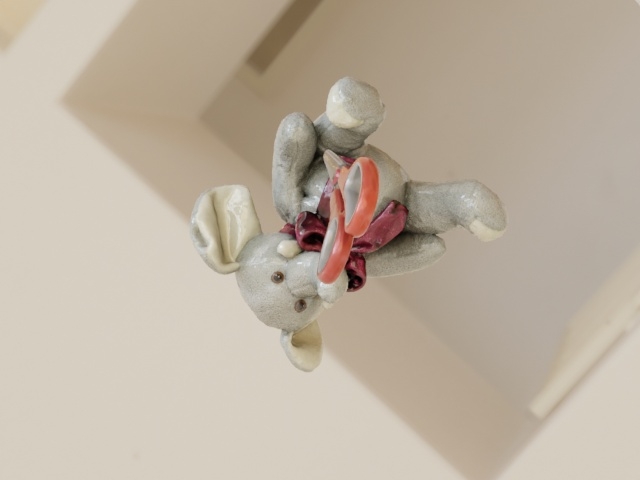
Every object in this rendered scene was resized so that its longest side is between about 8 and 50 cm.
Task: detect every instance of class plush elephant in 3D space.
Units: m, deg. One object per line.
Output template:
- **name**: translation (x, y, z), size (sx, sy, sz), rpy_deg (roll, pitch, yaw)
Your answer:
- **plush elephant**: translation (0.000, 0.000, 1.744), size (0.272, 0.255, 0.330), rpy_deg (42, 151, -24)

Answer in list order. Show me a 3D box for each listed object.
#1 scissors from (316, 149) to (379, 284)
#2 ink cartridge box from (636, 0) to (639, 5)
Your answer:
- **scissors**: translation (0.026, -0.060, 1.334), size (0.021, 0.109, 0.297), rpy_deg (19, -154, -8)
- **ink cartridge box**: translation (0.396, -0.351, 1.647), size (0.203, 0.148, 0.086), rpy_deg (58, 162, 25)
